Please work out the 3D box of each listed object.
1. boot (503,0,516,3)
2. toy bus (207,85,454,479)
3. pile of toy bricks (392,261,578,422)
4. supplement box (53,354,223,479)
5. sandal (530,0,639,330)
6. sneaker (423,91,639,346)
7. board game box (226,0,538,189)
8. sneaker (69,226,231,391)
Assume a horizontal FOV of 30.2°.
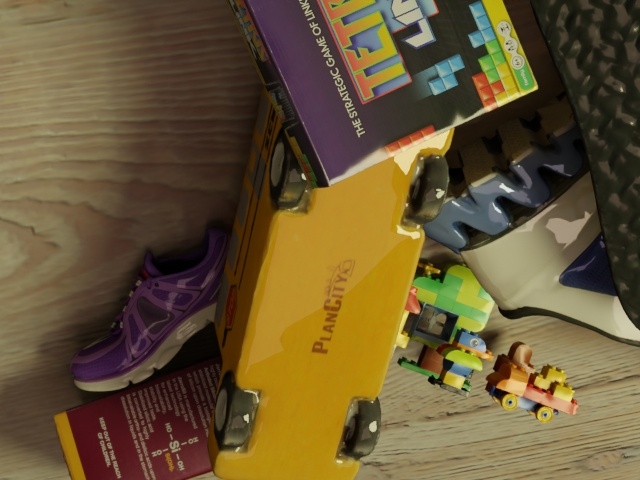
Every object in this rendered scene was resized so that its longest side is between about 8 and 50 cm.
[{"bbox_3d":[0.135,-0.208,0.772,0.158,0.059,0.084,-23,127,-8],"label":"boot"},{"bbox_3d":[0.000,0.000,0.800,0.108,0.130,0.333,7,113,-17],"label":"toy bus"},{"bbox_3d":[0.111,0.063,0.962,0.212,0.118,0.105,21,92,-10],"label":"pile of toy bricks"},{"bbox_3d":[-0.099,0.145,0.938,0.188,0.081,0.104,-19,171,1],"label":"supplement box"},{"bbox_3d":[0.208,-0.137,0.712,0.167,0.107,0.446,-5,121,13],"label":"sandal"},{"bbox_3d":[0.237,-0.033,0.860,0.315,0.127,0.182,-29,108,16],"label":"sneaker"},{"bbox_3d":[0.026,-0.134,0.677,0.141,0.048,0.170,-27,98,-14],"label":"board game box"},{"bbox_3d":[-0.127,0.048,0.906,0.170,0.068,0.071,-38,113,4],"label":"sneaker"}]
